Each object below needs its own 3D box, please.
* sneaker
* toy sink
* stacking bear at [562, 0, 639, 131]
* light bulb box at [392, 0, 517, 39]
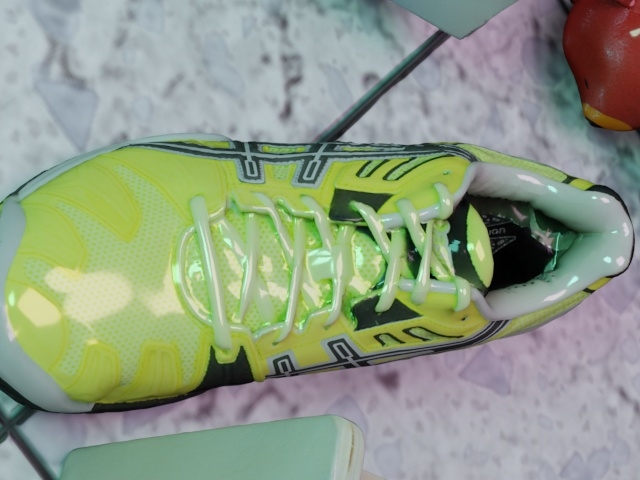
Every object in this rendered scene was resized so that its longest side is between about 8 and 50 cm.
[{"bbox_3d":[0.000,0.000,0.832,0.384,0.147,0.145,-10,88,-37],"label":"sneaker"},{"bbox_3d":[-0.026,0.177,0.719,0.131,0.234,0.153,27,64,-30],"label":"toy sink"},{"bbox_3d":[0.288,-0.083,1.046,0.289,0.175,0.164,31,99,-3],"label":"stacking bear"},{"bbox_3d":[0.046,-0.322,0.773,0.361,0.358,0.225,27,66,-19],"label":"light bulb box"}]
